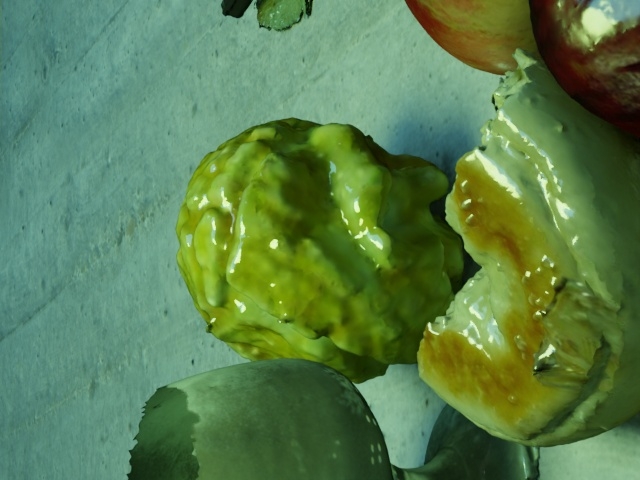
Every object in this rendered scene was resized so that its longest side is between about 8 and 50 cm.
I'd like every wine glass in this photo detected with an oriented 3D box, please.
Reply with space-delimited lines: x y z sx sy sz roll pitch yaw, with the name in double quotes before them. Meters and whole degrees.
"wine glass" 0.004 0.220 1.298 0.238 0.323 0.238 -173 90 -67

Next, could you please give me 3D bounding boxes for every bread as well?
"bread" 0.193 0.025 1.098 0.192 0.171 0.314 35 138 38

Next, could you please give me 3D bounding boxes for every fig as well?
"fig" 0.253 -0.161 0.968 0.263 0.224 0.224 -5 81 62

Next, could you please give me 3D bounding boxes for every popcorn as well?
"popcorn" -0.007 0.004 1.410 0.282 0.282 0.247 -12 61 63

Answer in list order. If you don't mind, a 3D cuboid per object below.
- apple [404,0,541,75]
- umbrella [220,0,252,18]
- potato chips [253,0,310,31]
"apple" 0.127 -0.269 1.203 0.293 0.163 0.251 96 161 -56
"umbrella" -0.041 -0.382 1.745 0.340 0.118 0.118 -55 38 46
"potato chips" -0.054 -0.332 1.863 0.209 0.026 0.142 42 120 57
